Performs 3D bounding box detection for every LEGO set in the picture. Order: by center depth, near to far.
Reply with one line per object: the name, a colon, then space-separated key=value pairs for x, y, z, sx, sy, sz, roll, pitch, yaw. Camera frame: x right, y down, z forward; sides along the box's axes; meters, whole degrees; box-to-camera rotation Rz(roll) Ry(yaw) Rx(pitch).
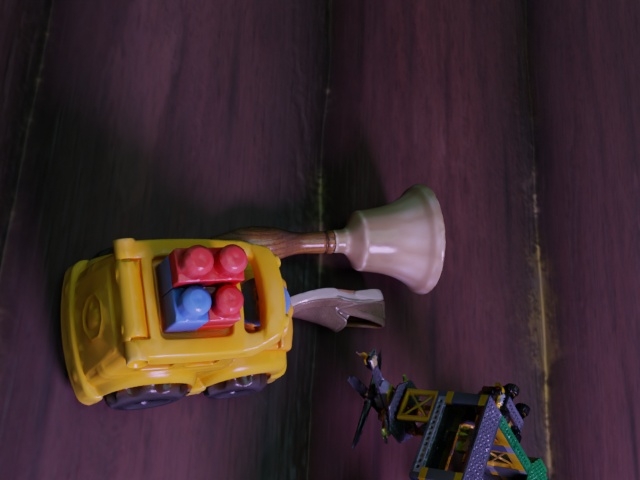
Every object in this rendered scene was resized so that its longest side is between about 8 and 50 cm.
LEGO set: x=0.076 y=0.291 z=0.905 sx=0.255 sy=0.192 sz=0.331 roll=49 pitch=52 yaw=-43

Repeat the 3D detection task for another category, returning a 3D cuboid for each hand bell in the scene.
hand bell: x=0.000 y=0.000 z=0.997 sx=0.242 sy=0.126 sz=0.126 roll=-1 pitch=72 yaw=-19

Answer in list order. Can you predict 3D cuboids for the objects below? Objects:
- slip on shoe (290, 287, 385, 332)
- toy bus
slip on shoe: x=0.015 y=0.079 z=0.994 sx=0.135 sy=0.051 sz=0.041 roll=2 pitch=68 yaw=-39
toy bus: x=-0.102 y=0.058 z=0.834 sx=0.220 sy=0.211 sz=0.149 roll=0 pitch=70 yaw=-32
